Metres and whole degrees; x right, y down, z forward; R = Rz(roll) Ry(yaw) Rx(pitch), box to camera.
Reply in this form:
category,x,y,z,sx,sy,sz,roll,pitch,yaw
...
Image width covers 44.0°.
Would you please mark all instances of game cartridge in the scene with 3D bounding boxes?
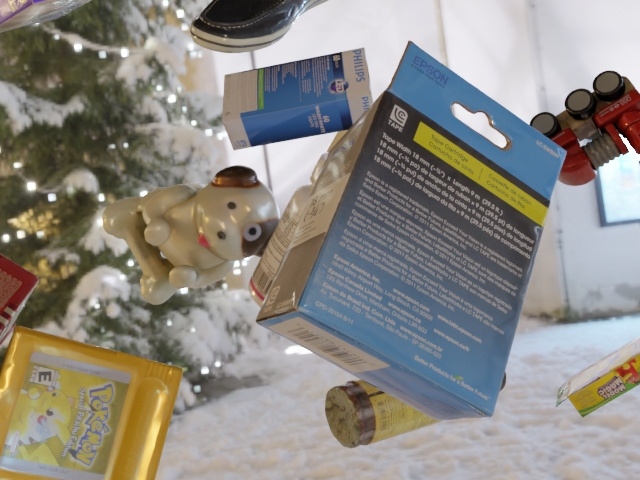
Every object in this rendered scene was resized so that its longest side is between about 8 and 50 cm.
category,x,y,z,sx,sy,sz,roll,pitch,yaw
game cartridge,-0.442,0.334,1.456,0.324,0.285,0.053,18,-16,-19

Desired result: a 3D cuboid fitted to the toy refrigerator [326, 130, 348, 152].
category,x,y,z,sx,sy,sz,roll,pitch,yaw
toy refrigerator,0.146,-0.187,1.988,0.102,0.094,0.269,14,22,-48

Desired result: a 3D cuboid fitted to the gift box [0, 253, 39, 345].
category,x,y,z,sx,sy,sz,roll,pitch,yaw
gift box,-0.710,0.154,1.430,0.258,0.255,0.276,-47,10,40

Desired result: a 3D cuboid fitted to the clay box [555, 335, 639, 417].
category,x,y,z,sx,sy,sz,roll,pitch,yaw
clay box,0.555,0.258,1.507,0.222,0.053,0.127,-39,-6,21

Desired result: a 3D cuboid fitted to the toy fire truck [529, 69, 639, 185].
category,x,y,z,sx,sy,sz,roll,pitch,yaw
toy fire truck,0.559,-0.164,1.537,0.217,0.246,0.158,-33,-34,15

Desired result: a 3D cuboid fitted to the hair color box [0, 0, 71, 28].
category,x,y,z,sx,sy,sz,roll,pitch,yaw
hair color box,-0.553,-0.494,1.548,0.185,0.110,0.339,-28,17,-34

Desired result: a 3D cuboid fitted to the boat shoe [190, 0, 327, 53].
category,x,y,z,sx,sy,sz,roll,pitch,yaw
boat shoe,-0.094,-0.552,1.689,0.187,0.156,0.500,29,52,25

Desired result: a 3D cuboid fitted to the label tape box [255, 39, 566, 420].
category,x,y,z,sx,sy,sz,roll,pitch,yaw
label tape box,0.110,-0.008,0.861,0.241,0.333,0.106,31,-25,-17

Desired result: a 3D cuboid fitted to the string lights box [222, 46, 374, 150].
category,x,y,z,sx,sy,sz,roll,pitch,yaw
string lights box,-0.038,-0.250,1.397,0.260,0.133,0.077,-9,-41,7

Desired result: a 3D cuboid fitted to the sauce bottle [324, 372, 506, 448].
category,x,y,z,sx,sy,sz,roll,pitch,yaw
sauce bottle,0.176,0.268,1.368,0.344,0.111,0.111,-7,-1,-30

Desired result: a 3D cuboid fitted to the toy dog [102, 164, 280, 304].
category,x,y,z,sx,sy,sz,roll,pitch,yaw
toy dog,-0.266,-0.028,1.945,0.395,0.284,0.408,-25,9,-40

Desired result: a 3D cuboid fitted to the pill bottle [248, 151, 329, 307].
category,x,y,z,sx,sy,sz,roll,pitch,yaw
pill bottle,0.000,0.000,1.392,0.160,0.283,0.160,25,20,-10
